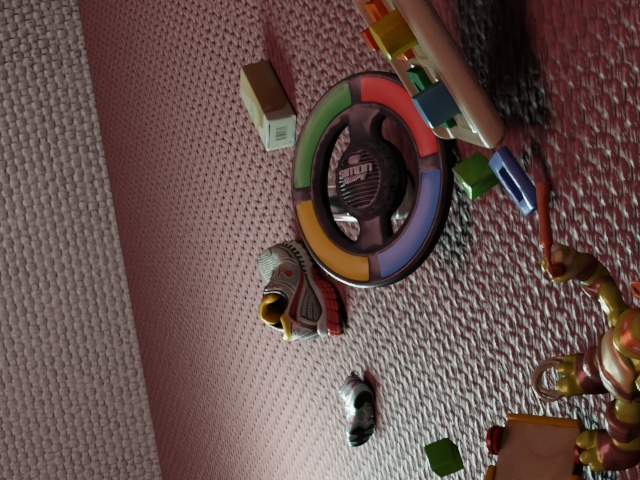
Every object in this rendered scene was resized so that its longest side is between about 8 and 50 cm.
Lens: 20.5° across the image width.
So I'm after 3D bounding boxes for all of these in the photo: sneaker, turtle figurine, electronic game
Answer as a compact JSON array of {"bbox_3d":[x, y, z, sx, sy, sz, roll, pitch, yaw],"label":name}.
[{"bbox_3d":[0.045,0.215,2.312,0.069,0.038,0.098,-122,33,-53],"label":"sneaker"},{"bbox_3d":[0.031,-0.053,2.023,0.212,0.094,0.080,-174,70,-74],"label":"sneaker"},{"bbox_3d":[0.240,0.090,1.420,0.269,0.087,0.217,61,168,20],"label":"turtle figurine"},{"bbox_3d":[0.052,-0.064,1.863,0.229,0.048,0.229,-2,88,46],"label":"electronic game"},{"bbox_3d":[-0.046,0.066,2.397,0.225,0.093,0.088,-132,33,-62],"label":"sneaker"}]

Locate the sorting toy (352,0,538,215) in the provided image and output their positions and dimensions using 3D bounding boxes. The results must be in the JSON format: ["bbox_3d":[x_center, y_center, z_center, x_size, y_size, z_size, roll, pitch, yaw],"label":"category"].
[{"bbox_3d":[0.084,-0.161,1.617,0.347,0.047,0.196,58,174,-9],"label":"sorting toy"}]

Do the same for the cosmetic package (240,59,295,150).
[{"bbox_3d":[-0.071,-0.181,2.375,0.060,0.041,0.115,93,158,-46],"label":"cosmetic package"}]

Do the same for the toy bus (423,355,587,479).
[{"bbox_3d":[0.204,0.244,1.628,0.191,0.202,0.104,57,-174,35],"label":"toy bus"}]

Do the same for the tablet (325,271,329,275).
[{"bbox_3d":[0.000,0.000,2.341,0.054,0.006,0.083,104,148,-59],"label":"tablet"}]
